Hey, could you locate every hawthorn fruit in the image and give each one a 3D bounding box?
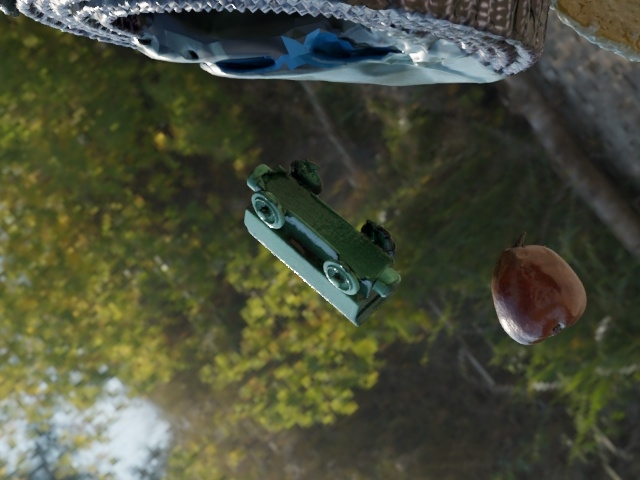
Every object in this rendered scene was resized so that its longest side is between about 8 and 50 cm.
[{"bbox_3d":[0.191,0.042,1.167,0.093,0.081,0.081,62,179,14],"label":"hawthorn fruit"}]

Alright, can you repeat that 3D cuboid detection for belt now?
[{"bbox_3d":[-0.024,-0.161,0.757,0.325,0.122,0.260,5,178,25],"label":"belt"}]

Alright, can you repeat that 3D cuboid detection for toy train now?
[{"bbox_3d":[0.000,0.000,1.183,0.172,0.070,0.099,41,152,16],"label":"toy train"}]

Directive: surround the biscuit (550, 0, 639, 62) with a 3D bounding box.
[{"bbox_3d":[0.224,-0.208,0.914,0.220,0.220,0.033,50,145,10],"label":"biscuit"}]
